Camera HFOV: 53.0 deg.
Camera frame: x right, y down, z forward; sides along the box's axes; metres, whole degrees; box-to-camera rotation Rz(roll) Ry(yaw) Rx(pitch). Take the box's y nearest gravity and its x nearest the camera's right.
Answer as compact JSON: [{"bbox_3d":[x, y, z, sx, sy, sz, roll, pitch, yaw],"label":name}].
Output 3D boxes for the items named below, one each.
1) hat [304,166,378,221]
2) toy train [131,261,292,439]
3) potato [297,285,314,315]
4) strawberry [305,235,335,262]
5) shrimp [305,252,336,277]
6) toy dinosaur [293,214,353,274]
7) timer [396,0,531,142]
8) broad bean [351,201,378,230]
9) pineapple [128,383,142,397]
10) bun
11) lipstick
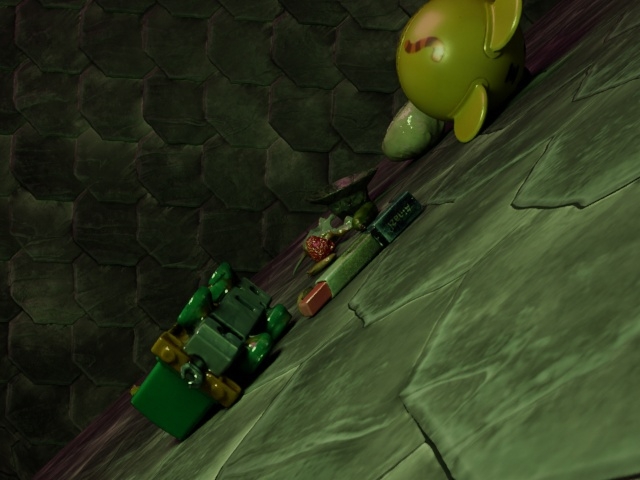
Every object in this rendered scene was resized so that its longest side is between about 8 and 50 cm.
[{"bbox_3d":[0.093,-0.137,2.116,0.266,0.128,0.265,-28,12,6],"label":"hat"},{"bbox_3d":[-0.206,0.208,1.236,0.249,0.178,0.429,-52,2,15],"label":"toy train"},{"bbox_3d":[-0.032,0.124,1.306,0.036,0.037,0.093,-45,4,23],"label":"potato"},{"bbox_3d":[-0.003,0.021,1.755,0.073,0.083,0.073,-51,5,6],"label":"strawberry"},{"bbox_3d":[0.005,0.063,1.659,0.108,0.023,0.059,-38,-4,42],"label":"shrimp"},{"bbox_3d":[0.000,0.000,1.931,0.393,0.092,0.205,-35,13,42],"label":"toy dinosaur"},{"bbox_3d":[0.382,-0.462,1.665,0.376,0.376,0.387,-42,27,4],"label":"timer"},{"bbox_3d":[0.117,-0.064,1.724,0.070,0.048,0.213,-40,4,16],"label":"broad bean"},{"bbox_3d":[-0.559,0.506,2.091,0.114,0.114,0.077,-27,40,-6],"label":"pineapple"},{"bbox_3d":[0.322,-0.370,2.171,0.273,0.168,0.273,-50,-5,-6],"label":"bun"},{"bbox_3d":[0.074,0.027,1.234,0.312,0.051,0.051,-44,7,-14],"label":"lipstick"}]
